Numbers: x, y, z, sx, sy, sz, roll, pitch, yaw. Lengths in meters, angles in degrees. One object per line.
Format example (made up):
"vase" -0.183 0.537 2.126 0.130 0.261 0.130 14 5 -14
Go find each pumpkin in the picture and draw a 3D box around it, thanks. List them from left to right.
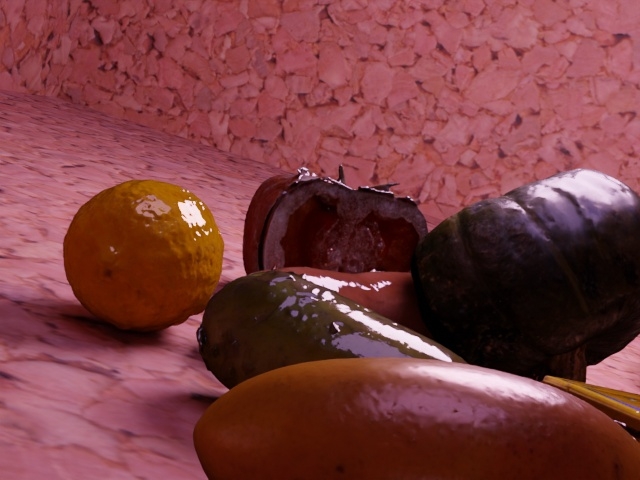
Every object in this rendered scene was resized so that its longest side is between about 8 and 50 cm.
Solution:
"pumpkin" 0.274 0.052 1.151 0.232 0.242 0.325 -32 -18 33

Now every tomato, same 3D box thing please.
"tomato" 0.000 0.000 1.270 0.214 0.181 0.155 16 1 -26

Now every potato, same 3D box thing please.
"potato" 0.018 0.105 0.822 0.251 0.113 0.149 26 3 12

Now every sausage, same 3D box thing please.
"sausage" 0.053 0.077 1.122 0.094 0.094 0.419 2 -3 40

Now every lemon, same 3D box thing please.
"lemon" -0.158 0.014 0.980 0.142 0.142 0.187 18 2 16

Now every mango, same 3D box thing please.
"mango" 0.057 0.133 0.604 0.257 0.138 0.187 19 -6 -26

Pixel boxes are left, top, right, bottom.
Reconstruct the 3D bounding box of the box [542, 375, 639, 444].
"box" 0.312 0.185 0.798 0.193 0.084 0.301 15 0 -16
